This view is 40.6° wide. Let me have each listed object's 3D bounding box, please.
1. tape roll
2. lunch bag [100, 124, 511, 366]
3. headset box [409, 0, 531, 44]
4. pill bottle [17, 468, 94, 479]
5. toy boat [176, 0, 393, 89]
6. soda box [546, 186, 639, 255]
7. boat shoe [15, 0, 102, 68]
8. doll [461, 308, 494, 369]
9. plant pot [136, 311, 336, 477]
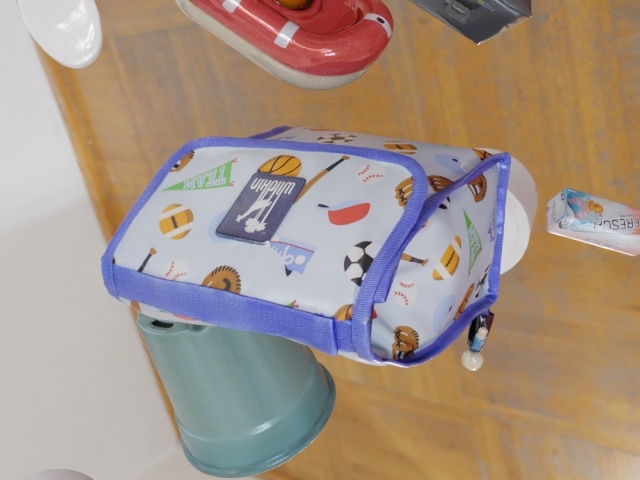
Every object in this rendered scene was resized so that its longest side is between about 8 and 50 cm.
[{"bbox_3d":[0.342,-0.059,1.884,0.246,0.169,0.246,9,121,16],"label":"tape roll"},{"bbox_3d":[0.000,0.000,0.967,0.327,0.385,0.239,10,112,29],"label":"lunch bag"},{"bbox_3d":[0.258,-0.531,1.578,0.131,0.246,0.283,-21,59,45],"label":"headset box"},{"bbox_3d":[-0.323,0.449,1.046,0.334,0.187,0.188,-117,22,-54],"label":"pill bottle"},{"bbox_3d":[-0.026,-0.264,0.868,0.231,0.151,0.151,33,137,-4],"label":"toy boat"},{"bbox_3d":[0.471,-0.030,1.445,0.063,0.183,0.058,130,150,-56],"label":"soda box"},{"bbox_3d":[-0.254,-0.231,0.785,0.184,0.066,0.063,51,176,5],"label":"boat shoe"},{"bbox_3d":[0.273,0.129,1.473,0.046,0.129,0.189,7,98,9],"label":"doll"},{"bbox_3d":[-0.179,0.223,1.700,0.341,0.341,0.334,12,133,42],"label":"plant pot"}]
